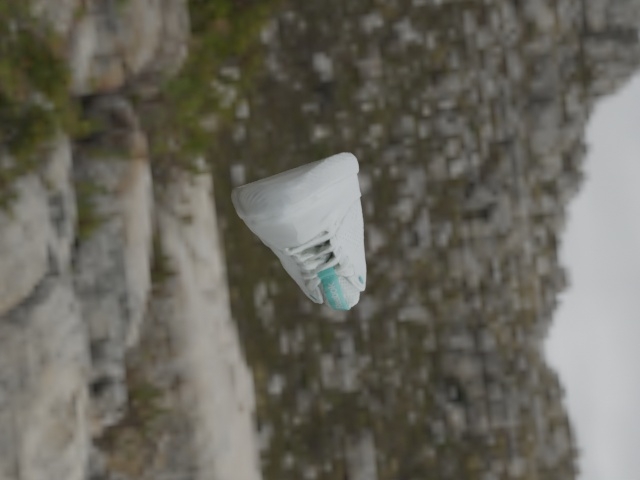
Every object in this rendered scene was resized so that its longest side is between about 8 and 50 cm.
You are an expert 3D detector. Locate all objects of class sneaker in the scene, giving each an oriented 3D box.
[{"bbox_3d":[0.000,0.000,1.144,0.212,0.080,0.094,21,54,-81],"label":"sneaker"}]
